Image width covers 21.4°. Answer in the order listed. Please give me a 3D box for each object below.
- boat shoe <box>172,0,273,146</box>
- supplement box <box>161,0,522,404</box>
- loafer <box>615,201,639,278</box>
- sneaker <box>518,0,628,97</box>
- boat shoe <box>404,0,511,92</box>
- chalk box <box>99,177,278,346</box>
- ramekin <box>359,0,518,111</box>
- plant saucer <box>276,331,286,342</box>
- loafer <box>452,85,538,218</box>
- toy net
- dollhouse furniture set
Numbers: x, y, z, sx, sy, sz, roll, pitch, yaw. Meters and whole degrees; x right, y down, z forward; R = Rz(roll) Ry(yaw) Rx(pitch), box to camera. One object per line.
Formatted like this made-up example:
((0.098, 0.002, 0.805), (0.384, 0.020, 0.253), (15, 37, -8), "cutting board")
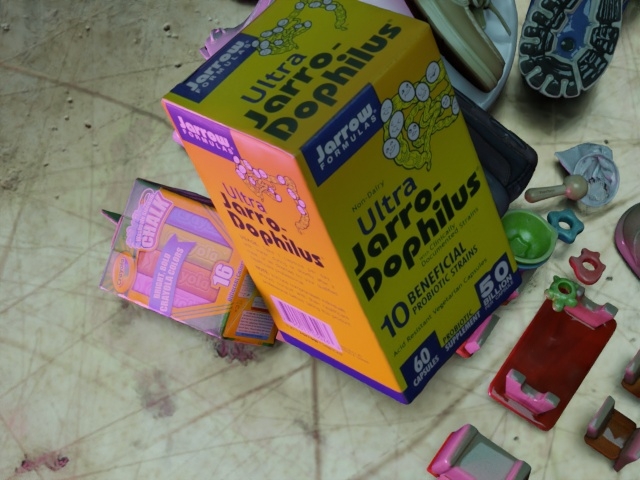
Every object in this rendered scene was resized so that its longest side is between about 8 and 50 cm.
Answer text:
((-0.101, -0.202, 1.915), (0.081, 0.079, 0.227), (24, 87, 3), "boat shoe")
((0.031, -0.044, 1.665), (0.195, 0.356, 0.194), (25, 61, 42), "supplement box")
((0.421, 0.066, 1.829), (0.102, 0.092, 0.268), (-42, 81, -3), "loafer")
((0.304, -0.315, 1.857), (0.130, 0.147, 0.330), (29, 95, -7), "sneaker")
((0.121, -0.286, 1.770), (0.089, 0.104, 0.285), (-32, 79, 1), "boat shoe")
((-0.145, 0.017, 1.837), (0.213, 0.132, 0.132), (20, 93, 27), "chalk box")
((0.083, -0.219, 1.880), (0.273, 0.127, 0.272), (-1, 82, 4), "ramekin")
((0.000, 0.000, 1.899), (0.241, 0.037, 0.241), (-1, 82, 4), "plant saucer")
((0.096, -0.146, 1.764), (0.302, 0.109, 0.095), (44, 68, 3), "loafer")
((0.276, -0.032, 1.825), (0.122, 0.045, 0.232), (33, 56, 10), "toy net")
((0.224, 0.169, 1.831), (0.262, 0.135, 0.259), (34, 74, 8), "dollhouse furniture set")
